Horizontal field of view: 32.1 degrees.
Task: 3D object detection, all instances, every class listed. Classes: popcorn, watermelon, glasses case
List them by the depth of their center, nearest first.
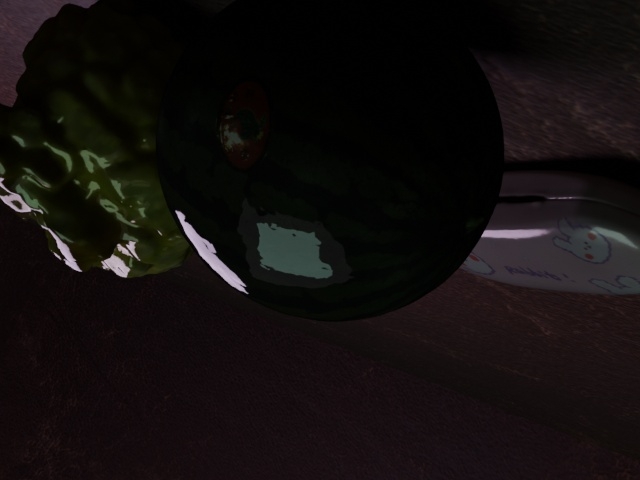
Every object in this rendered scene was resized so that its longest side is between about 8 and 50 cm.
[{"bbox_3d":[0.007,-0.053,0.677,0.212,0.212,0.212,23,170,4],"label":"watermelon"},{"bbox_3d":[0.174,-0.006,0.892,0.113,0.075,0.297,30,167,-23],"label":"glasses case"},{"bbox_3d":[-0.178,-0.076,0.905,0.251,0.206,0.237,-9,157,-42],"label":"popcorn"}]
